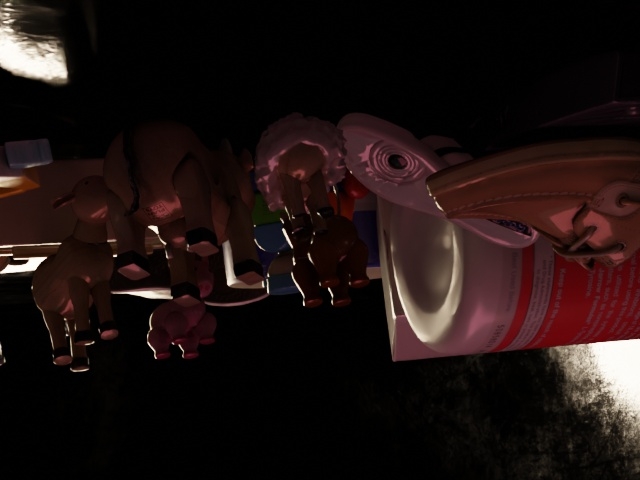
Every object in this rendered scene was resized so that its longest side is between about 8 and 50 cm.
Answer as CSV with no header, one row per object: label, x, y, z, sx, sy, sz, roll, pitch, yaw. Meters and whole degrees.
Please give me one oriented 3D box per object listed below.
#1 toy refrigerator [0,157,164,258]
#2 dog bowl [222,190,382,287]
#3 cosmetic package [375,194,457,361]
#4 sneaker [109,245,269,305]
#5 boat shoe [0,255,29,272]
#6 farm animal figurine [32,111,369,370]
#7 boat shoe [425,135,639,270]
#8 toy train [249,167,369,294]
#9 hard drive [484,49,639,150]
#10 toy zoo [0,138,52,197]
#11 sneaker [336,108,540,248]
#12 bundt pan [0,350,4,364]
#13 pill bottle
toy refrigerator,-0.268,-0.029,1.679,0.270,0.094,0.102,-4,174,-23
dog bowl,0.000,0.000,2.221,0.265,0.104,0.265,-5,175,0
cosmetic package,0.256,0.019,2.006,0.366,0.197,0.155,-5,153,1
sneaker,-0.210,0.043,2.591,0.290,0.105,0.123,5,180,4
boat shoe,-0.399,0.005,1.989,0.068,0.072,0.190,-29,171,17
farm animal figurine,-0.131,-0.021,1.535,0.330,0.172,0.327,-13,158,1
boat shoe,0.254,-0.031,1.462,0.341,0.110,0.122,-3,175,-24
toy train,0.013,-0.012,1.869,0.105,0.143,0.248,-8,174,35
hard drive,0.258,-0.119,1.416,0.172,0.054,0.255,-3,175,-18
toy zoo,-0.370,-0.040,1.432,0.293,0.030,0.192,-13,177,9
sneaker,0.117,-0.086,1.548,0.217,0.121,0.079,28,139,-13
bundt pan,-0.592,0.102,2.227,0.331,0.124,0.331,5,-160,-2
pill bottle,0.298,-0.006,1.748,0.408,0.229,0.229,-3,175,-19
